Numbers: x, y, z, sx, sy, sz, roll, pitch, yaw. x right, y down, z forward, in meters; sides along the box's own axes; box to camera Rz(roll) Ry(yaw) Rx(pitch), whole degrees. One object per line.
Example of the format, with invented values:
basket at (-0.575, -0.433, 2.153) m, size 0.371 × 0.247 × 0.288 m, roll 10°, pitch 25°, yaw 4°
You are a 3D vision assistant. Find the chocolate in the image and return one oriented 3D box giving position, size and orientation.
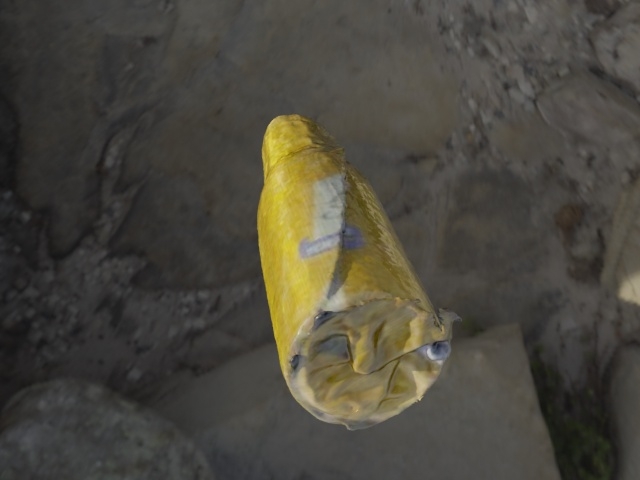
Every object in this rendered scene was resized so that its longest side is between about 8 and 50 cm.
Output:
chocolate at (0.000, 0.000, 0.706) m, size 0.086 × 0.219 × 0.085 m, roll -6°, pitch 123°, yaw -10°
